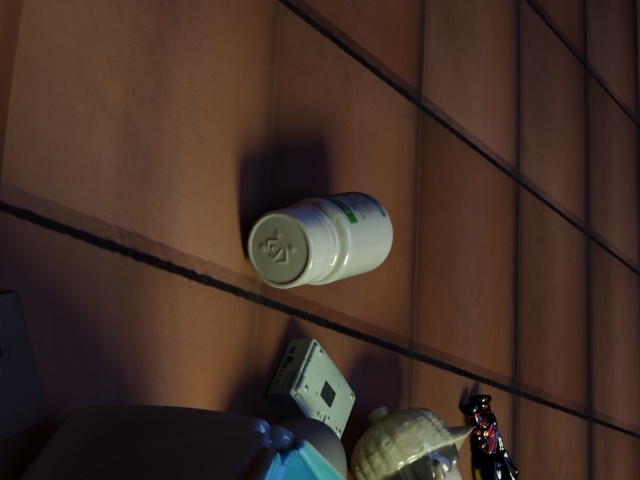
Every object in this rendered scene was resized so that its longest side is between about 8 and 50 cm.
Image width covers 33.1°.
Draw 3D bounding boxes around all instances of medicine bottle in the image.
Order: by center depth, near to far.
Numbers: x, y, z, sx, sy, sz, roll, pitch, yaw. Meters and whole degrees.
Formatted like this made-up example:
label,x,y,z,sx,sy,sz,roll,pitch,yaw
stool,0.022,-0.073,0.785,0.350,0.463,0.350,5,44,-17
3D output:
label,x,y,z,sx,sy,sz,roll,pitch,yaw
medicine bottle,0.000,0.000,1.648,0.237,0.139,0.139,-13,96,-56

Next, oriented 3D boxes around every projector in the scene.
label,x,y,z,sx,sy,sz,roll,pitch,yaw
projector,-0.010,0.239,1.657,0.147,0.061,0.115,57,42,-34

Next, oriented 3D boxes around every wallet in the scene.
label,x,y,z,sx,sy,sz,roll,pitch,yaw
wallet,-0.350,0.136,1.156,0.118,0.039,0.152,-24,106,-59

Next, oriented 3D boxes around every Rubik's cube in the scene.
label,x,y,z,sx,sy,sz,roll,pitch,yaw
Rubik's cube,-0.141,0.399,1.118,0.351,0.347,0.352,51,52,-37

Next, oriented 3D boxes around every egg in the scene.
label,x,y,z,sx,sy,sz,roll,pitch,yaw
egg,-0.036,0.330,1.514,0.198,0.147,0.146,-45,122,-60

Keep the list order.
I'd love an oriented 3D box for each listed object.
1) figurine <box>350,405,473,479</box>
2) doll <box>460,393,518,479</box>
label,x,y,z,sx,sy,sz,roll,pitch,yaw
figurine,0.155,0.418,1.704,0.205,0.185,0.332,26,40,-27
doll,0.345,0.438,2.172,0.127,0.088,0.248,-23,95,-36
